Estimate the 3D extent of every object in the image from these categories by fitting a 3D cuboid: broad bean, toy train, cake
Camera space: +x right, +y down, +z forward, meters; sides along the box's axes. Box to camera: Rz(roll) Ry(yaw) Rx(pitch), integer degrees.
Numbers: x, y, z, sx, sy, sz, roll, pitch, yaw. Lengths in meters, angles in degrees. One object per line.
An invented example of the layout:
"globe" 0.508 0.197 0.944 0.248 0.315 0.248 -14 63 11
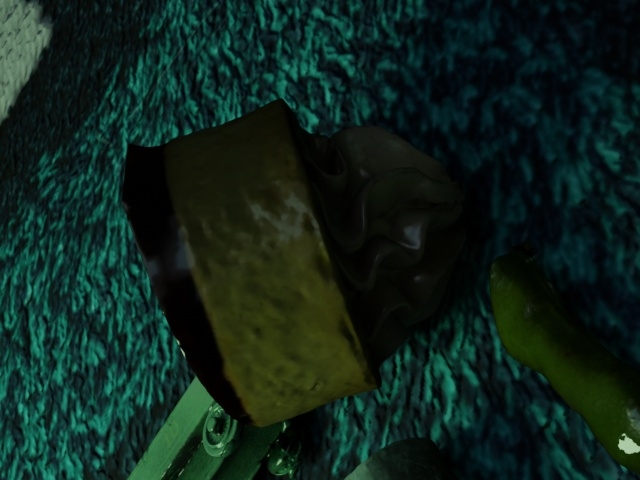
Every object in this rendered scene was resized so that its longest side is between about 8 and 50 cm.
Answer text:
"broad bean" 0.159 0.082 0.788 0.053 0.052 0.256 -29 42 -12
"toy train" -0.077 0.151 1.012 0.172 0.070 0.099 -56 34 20
"cake" 0.000 0.000 0.890 0.178 0.208 0.185 -25 56 10

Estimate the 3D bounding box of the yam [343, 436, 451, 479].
"yam" 0.066 0.192 0.838 0.068 0.068 0.169 -49 46 26
